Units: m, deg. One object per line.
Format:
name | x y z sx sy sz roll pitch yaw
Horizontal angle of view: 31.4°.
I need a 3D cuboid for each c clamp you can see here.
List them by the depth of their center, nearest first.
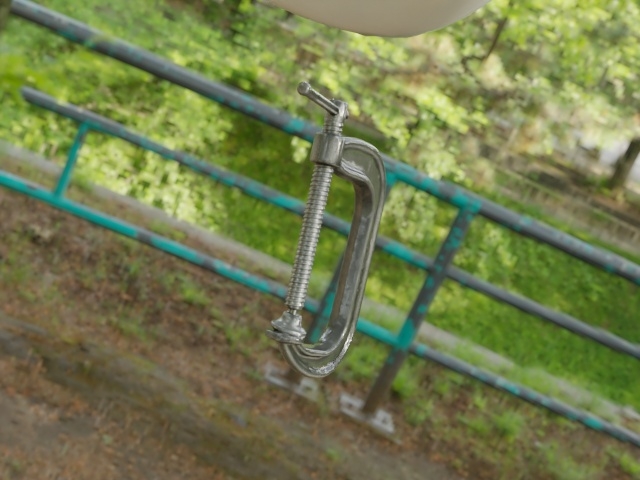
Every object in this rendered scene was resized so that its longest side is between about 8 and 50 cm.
c clamp | 0.000 0.000 0.631 0.022 0.161 0.137 11 4 24

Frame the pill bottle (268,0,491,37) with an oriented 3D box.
pill bottle | 0.098 -0.274 0.432 0.224 0.392 0.224 36 -26 21
